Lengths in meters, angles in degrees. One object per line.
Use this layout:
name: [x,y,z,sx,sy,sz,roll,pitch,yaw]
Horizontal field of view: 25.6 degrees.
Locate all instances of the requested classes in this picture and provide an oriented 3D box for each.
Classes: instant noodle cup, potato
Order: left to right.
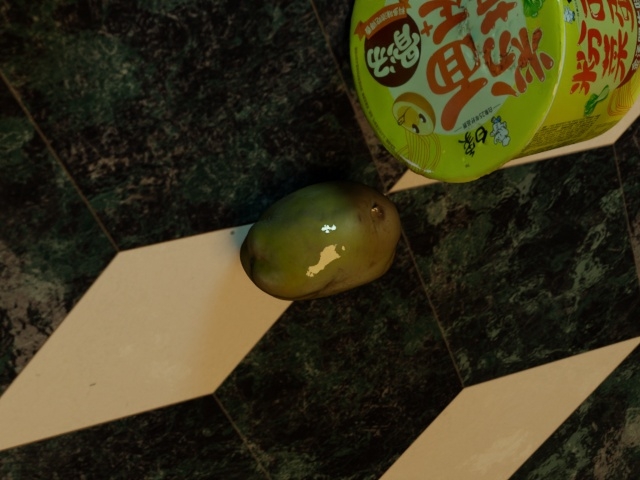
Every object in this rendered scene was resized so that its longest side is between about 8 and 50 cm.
potato: [0.002,0.004,1.743,0.200,0.137,0.154,-10,134,-29]
instant noodle cup: [0.212,-0.224,1.581,0.221,0.311,0.311,-6,132,-45]
